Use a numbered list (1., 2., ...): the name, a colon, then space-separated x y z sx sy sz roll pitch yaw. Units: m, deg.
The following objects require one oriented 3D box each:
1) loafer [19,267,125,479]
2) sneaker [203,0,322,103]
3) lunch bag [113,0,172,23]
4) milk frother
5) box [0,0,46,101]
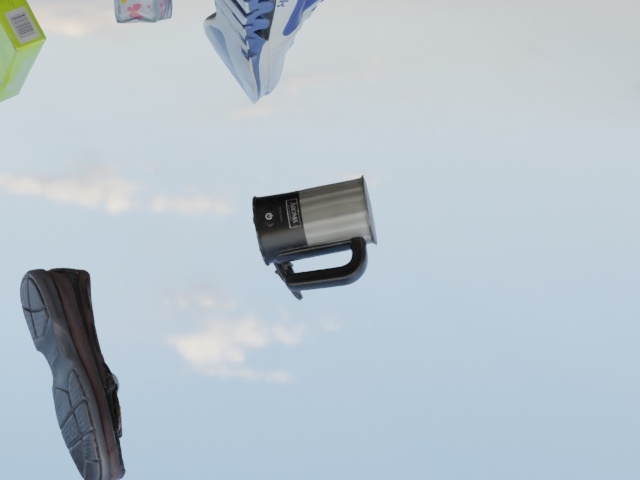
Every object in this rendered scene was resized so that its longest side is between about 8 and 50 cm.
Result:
1. loafer: -0.298 0.169 2.067 0.095 0.302 0.109 -11 162 -34
2. sneaker: -0.037 -0.295 1.897 0.182 0.127 0.315 -30 161 -14
3. lunch bag: -0.172 -0.255 1.559 0.053 0.083 0.071 -2 -170 8
4. milk frother: 0.000 0.000 1.887 0.135 0.129 0.143 -10 176 5
5. box: -0.355 -0.222 1.733 0.042 0.109 0.178 -26 174 -27
